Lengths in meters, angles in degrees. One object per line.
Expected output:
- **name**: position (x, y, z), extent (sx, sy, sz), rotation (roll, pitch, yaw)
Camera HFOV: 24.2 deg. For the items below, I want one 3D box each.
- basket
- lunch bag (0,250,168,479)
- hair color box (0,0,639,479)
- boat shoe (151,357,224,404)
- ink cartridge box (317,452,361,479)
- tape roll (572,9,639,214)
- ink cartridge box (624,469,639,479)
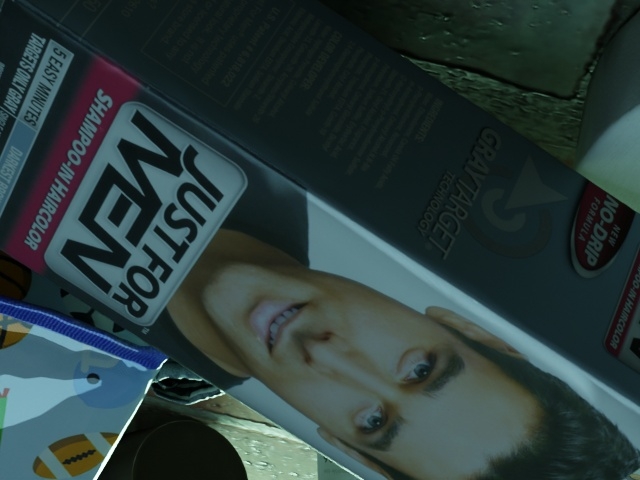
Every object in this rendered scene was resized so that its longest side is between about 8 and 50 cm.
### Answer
- **basket**: position (-0.182, 0.270, 1.505), extent (0.204, 0.154, 0.227), rotation (45, 142, -8)
- **lunch bag**: position (-0.325, 0.050, 0.930), extent (0.385, 0.239, 0.328), rotation (17, 124, -20)
- **hair color box**: position (0.000, 0.000, 0.777), extent (0.374, 0.113, 0.185), rotation (33, 141, -5)
- **boat shoe**: position (-0.140, 0.083, 1.178), extent (0.183, 0.083, 0.065), rotation (-7, 147, 36)
- **ink cartridge box**: position (0.077, 0.191, 1.215), extent (0.198, 0.067, 0.115), rotation (7, 168, -43)
- **tape roll**: position (0.320, -0.020, 0.760), extent (0.392, 0.072, 0.392), rotation (12, 154, 6)
- **ink cartridge box**: position (0.267, 0.082, 0.840), extent (0.165, 0.065, 0.333), rotation (19, 152, -11)
